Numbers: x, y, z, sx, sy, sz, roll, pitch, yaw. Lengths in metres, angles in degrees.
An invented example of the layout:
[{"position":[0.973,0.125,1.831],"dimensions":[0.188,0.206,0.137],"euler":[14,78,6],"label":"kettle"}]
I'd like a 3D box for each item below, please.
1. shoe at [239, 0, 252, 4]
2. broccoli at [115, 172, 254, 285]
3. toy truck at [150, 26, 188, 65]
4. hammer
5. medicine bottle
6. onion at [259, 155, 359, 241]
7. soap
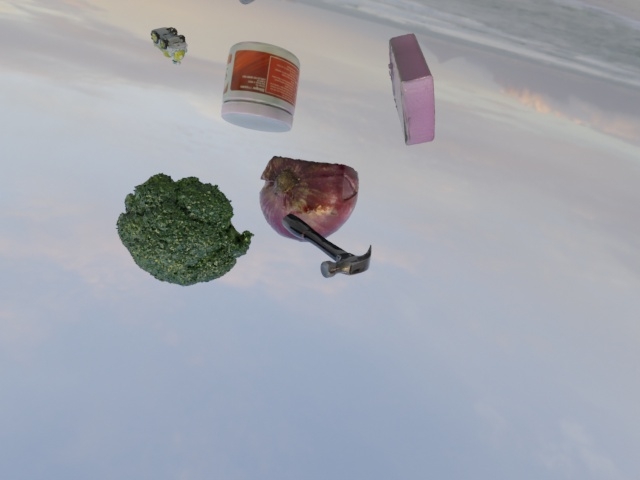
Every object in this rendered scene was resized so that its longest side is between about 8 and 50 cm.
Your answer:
[{"position":[-0.225,-0.771,1.287],"dimensions":[0.074,0.077,0.194],"euler":[43,162,-20],"label":"shoe"},{"position":[-0.294,-0.026,0.916],"dimensions":[0.261,0.269,0.241],"euler":[45,-142,-21],"label":"broccoli"},{"position":[-0.431,-0.555,1.216],"dimensions":[0.111,0.077,0.076],"euler":[44,-127,16],"label":"toy truck"},{"position":[0.000,0.000,0.909],"dimensions":[0.137,0.037,0.290],"euler":[-6,-156,-31],"label":"hammer"},{"position":[-0.205,-0.522,1.465],"dimensions":[0.252,0.241,0.252],"euler":[8,-178,0],"label":"medicine bottle"},{"position":[-0.030,-0.108,1.160],"dimensions":[0.272,0.230,0.256],"euler":[14,-177,-35],"label":"onion"},{"position":[0.232,-0.390,1.087],"dimensions":[0.081,0.181,0.259],"euler":[-9,-136,8],"label":"soap"}]
